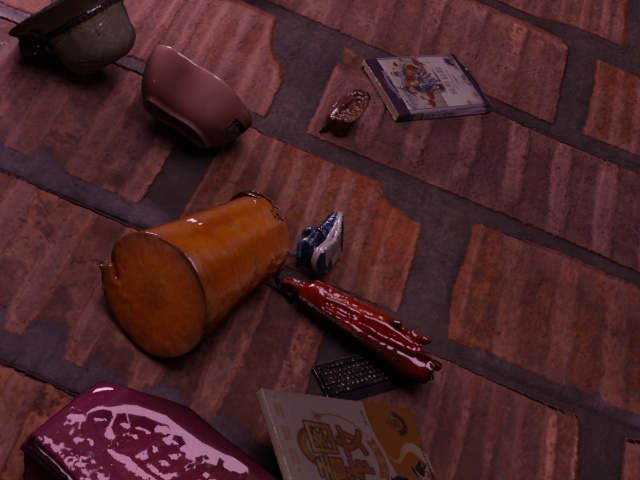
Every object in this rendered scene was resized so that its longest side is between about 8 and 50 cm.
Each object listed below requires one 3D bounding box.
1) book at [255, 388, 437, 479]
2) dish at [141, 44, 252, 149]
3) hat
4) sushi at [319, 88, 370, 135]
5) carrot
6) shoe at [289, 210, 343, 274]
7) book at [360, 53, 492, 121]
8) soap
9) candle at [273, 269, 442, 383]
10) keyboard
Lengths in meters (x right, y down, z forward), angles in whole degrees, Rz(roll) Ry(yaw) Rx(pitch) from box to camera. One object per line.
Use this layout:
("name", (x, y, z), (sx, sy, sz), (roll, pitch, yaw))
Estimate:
("book", (0.053, 0.310, 1.693), (0.295, 0.020, 0.208), (14, 43, -41))
("dish", (-0.223, -0.227, 2.054), (0.213, 0.213, 0.090), (33, 78, 7))
("hat", (-0.390, -0.357, 2.075), (0.257, 0.257, 0.130), (-38, 104, -42))
("sushi", (0.046, -0.234, 2.234), (0.052, 0.055, 0.120), (36, 55, -5))
("carrot", (-0.173, 0.043, 1.823), (0.196, 0.196, 0.254), (41, 36, 15))
("shoe", (0.000, 0.000, 1.999), (0.071, 0.064, 0.143), (15, 37, 15))
("book", (0.210, -0.304, 2.389), (0.231, 0.026, 0.157), (-9, 54, -30))
("soap", (-0.207, 0.326, 1.559), (0.325, 0.127, 0.220), (40, 48, 12))
("candle", (0.053, 0.126, 1.888), (0.301, 0.059, 0.084), (29, 32, 11))
("keyboard", (0.084, 0.202, 1.878), (0.196, 0.015, 0.074), (-10, 55, -30))
